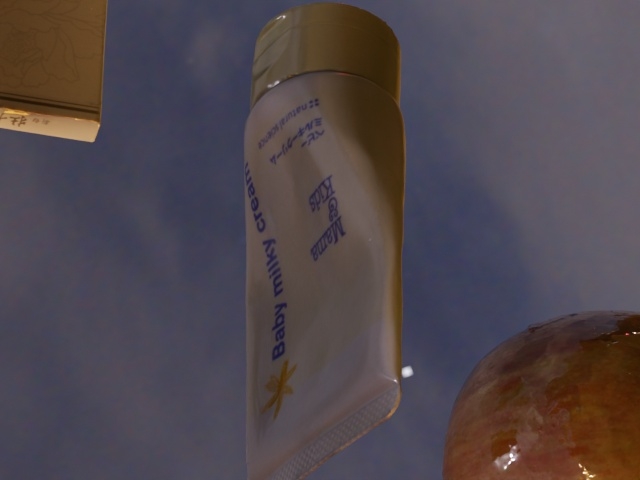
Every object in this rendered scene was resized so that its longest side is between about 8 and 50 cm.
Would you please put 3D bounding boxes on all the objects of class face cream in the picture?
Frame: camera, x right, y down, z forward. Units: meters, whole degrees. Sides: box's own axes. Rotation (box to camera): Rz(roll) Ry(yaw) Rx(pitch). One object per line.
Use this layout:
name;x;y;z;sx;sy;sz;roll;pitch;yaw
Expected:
face cream;0.000;0.000;0.839;0.070;0.114;0.224;22;-130;-23

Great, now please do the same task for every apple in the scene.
apple;0.182;0.146;1.213;0.211;0.188;0.211;36;-135;-46

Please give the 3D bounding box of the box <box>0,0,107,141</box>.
box;-0.196;-0.163;1.280;0.109;0.029;0.198;9;-118;-16
